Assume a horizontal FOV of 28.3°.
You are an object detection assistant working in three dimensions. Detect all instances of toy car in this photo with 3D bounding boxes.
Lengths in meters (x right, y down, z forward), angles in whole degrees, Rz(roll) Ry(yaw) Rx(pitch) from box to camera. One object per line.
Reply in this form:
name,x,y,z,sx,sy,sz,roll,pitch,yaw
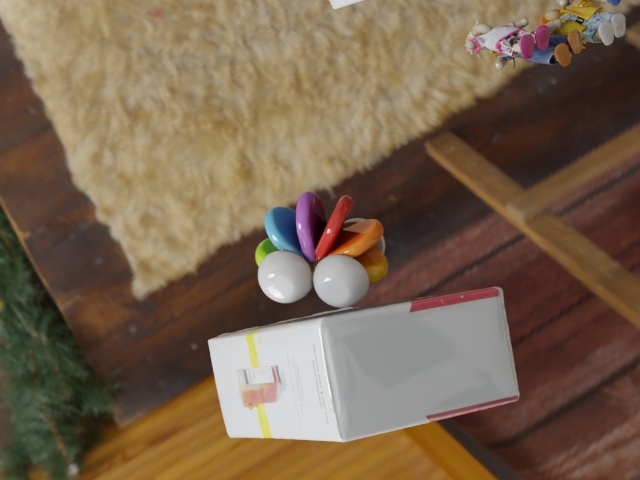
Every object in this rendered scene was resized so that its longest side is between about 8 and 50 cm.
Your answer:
toy car,0.000,0.000,1.705,0.182,0.159,0.136,4,120,13

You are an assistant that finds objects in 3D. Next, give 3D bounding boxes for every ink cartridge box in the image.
ink cartridge box,0.048,0.175,1.772,0.279,0.385,0.160,-10,88,-27

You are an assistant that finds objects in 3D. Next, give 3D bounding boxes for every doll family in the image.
doll family,0.330,-0.298,1.846,0.263,0.163,0.118,-32,116,-19

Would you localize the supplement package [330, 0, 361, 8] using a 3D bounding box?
supplement package,0.107,-0.394,1.433,0.177,0.293,0.175,-36,107,-22
